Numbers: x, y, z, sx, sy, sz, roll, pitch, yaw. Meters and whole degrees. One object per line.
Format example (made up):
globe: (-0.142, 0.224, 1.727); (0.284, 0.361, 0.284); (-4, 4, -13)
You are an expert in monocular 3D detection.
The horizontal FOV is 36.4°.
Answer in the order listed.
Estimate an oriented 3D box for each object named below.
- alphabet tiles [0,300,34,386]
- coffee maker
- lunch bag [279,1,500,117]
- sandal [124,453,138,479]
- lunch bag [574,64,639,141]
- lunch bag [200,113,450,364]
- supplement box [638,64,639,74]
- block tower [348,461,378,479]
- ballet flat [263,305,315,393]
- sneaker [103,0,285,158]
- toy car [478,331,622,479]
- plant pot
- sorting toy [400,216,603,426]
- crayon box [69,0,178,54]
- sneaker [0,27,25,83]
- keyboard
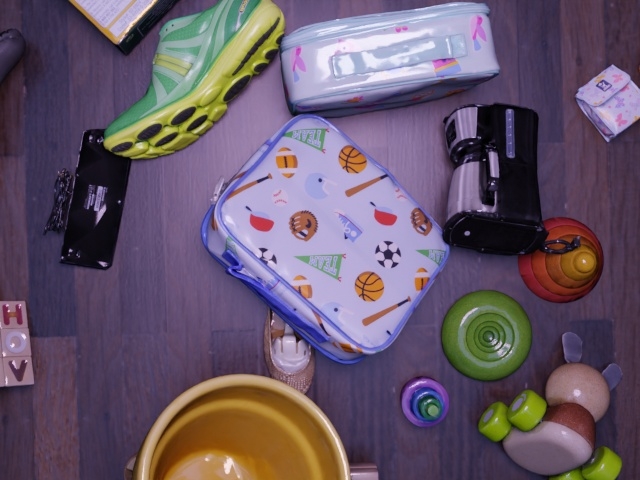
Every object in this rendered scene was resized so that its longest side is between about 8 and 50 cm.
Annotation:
alphabet tiles: (-0.491, 0.137, 1.255); (0.237, 0.009, 0.198); (1, 68, -36)
coffee maker: (0.243, -0.077, 1.284); (0.171, 0.120, 0.178); (20, 60, -26)
lunch bag: (0.088, -0.232, 1.246); (0.279, 0.224, 0.108); (-11, 91, -1)
sandal: (-0.211, 0.375, 1.331); (0.072, 0.049, 0.180); (-27, 76, -7)
lunch bag: (0.401, -0.191, 1.341); (0.071, 0.053, 0.083); (-36, 82, -3)
lunch bag: (0.000, 0.000, 1.259); (0.303, 0.115, 0.243); (41, 66, -5)
supplement box: (0.492, -0.217, 1.251); (0.080, 0.233, 0.078); (-13, 91, -1)
block tower: (0.038, 0.470, 1.312); (0.097, 0.091, 0.335); (-1, 91, -1)
ballet flat: (-0.045, 0.114, 1.321); (0.073, 0.067, 0.206); (-6, 90, 1)
sneaker: (-0.179, -0.224, 1.312); (0.295, 0.109, 0.123); (-43, 68, 1)
toy car: (0.335, 0.220, 1.323); (0.155, 0.149, 0.188); (37, 60, -5)
plant pot: (-0.115, 0.317, 1.213); (0.254, 0.239, 0.254); (6, 67, -15)
sorting toy: (0.251, 0.115, 1.301); (0.365, 0.126, 0.127); (-45, 91, -2)
crayon box: (-0.314, -0.437, 1.305); (0.323, 0.083, 0.203); (44, 89, -2)
sneaker: (-0.482, -0.130, 1.297); (0.146, 0.122, 0.330); (41, 88, -19)
keyboard: (-0.321, -0.060, 1.338); (0.100, 0.038, 0.192); (11, 89, -25)
